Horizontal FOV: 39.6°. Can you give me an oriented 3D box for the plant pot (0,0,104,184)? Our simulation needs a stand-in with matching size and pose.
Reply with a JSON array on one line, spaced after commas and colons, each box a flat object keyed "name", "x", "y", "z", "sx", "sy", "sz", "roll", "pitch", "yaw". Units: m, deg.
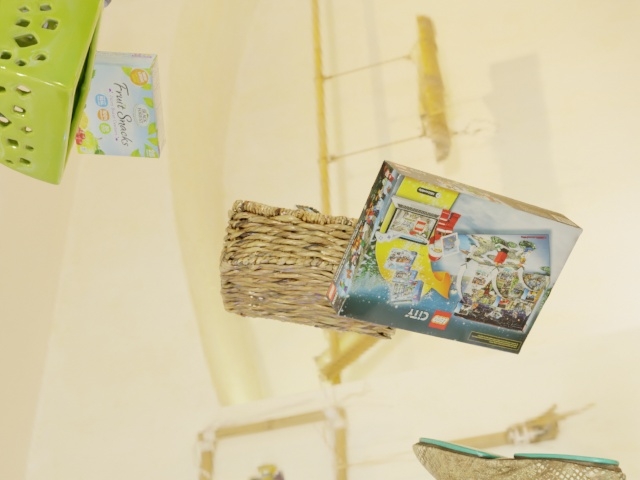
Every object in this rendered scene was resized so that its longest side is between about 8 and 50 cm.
[{"name": "plant pot", "x": -0.456, "y": -0.251, "z": 1.326, "sx": 0.228, "sy": 0.207, "sz": 0.227, "roll": 118, "pitch": 161, "yaw": -50}]

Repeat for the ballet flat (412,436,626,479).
[{"name": "ballet flat", "x": 0.158, "y": 0.211, "z": 0.761, "sx": 0.073, "sy": 0.206, "sz": 0.067, "roll": 21, "pitch": -108, "yaw": -39}]

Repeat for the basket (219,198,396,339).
[{"name": "basket", "x": 0.000, "y": 0.000, "z": 1.420, "sx": 0.213, "sy": 0.299, "sz": 0.223, "roll": 92, "pitch": -172, "yaw": -58}]

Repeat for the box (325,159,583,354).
[{"name": "box", "x": 0.140, "y": 0.023, "z": 0.926, "sx": 0.159, "sy": 0.233, "sz": 0.044, "roll": -67, "pitch": 26, "yaw": 18}]

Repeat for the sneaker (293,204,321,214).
[{"name": "sneaker", "x": -0.002, "y": -0.001, "z": 1.645, "sx": 0.063, "sy": 0.073, "sz": 0.162, "roll": 4, "pitch": -152, "yaw": -41}]

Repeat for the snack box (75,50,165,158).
[{"name": "snack box", "x": -0.407, "y": -0.271, "z": 1.775, "sx": 0.070, "sy": 0.174, "sz": 0.207, "roll": -83, "pitch": -3, "yaw": -51}]

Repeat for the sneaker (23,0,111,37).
[{"name": "sneaker", "x": -0.511, "y": -0.442, "z": 1.614, "sx": 0.105, "sy": 0.281, "sz": 0.115, "roll": 78, "pitch": 167, "yaw": -63}]
